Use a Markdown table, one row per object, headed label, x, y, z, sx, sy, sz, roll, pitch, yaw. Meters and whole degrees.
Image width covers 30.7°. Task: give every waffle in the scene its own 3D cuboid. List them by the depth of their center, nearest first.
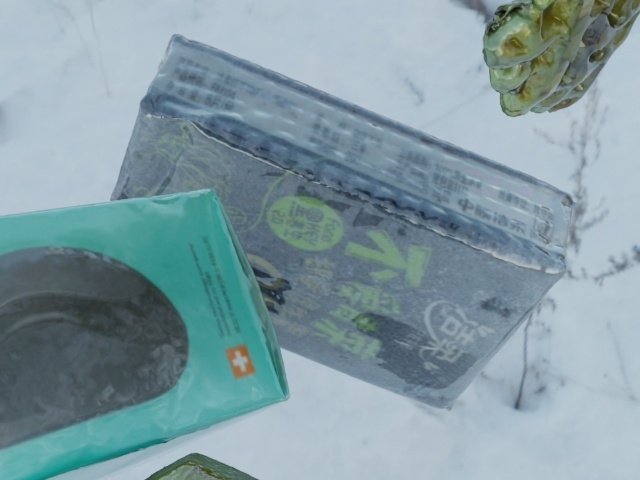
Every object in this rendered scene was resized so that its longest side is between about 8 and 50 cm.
| label | x | y | z | sx | sy | sz | roll | pitch | yaw |
| --- | --- | --- | --- | --- | --- | --- | --- | --- | --- |
| waffle | 0.189 | -0.173 | 0.762 | 0.054 | 0.204 | 0.223 | 38 | 102 | 16 |

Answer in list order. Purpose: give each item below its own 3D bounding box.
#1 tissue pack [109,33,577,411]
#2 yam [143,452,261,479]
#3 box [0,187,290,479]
| label | x | y | z | sx | sy | sz | roll | pitch | yaw |
| --- | --- | --- | --- | --- | --- | --- | --- | --- | --- |
| tissue pack | 0.000 | 0.000 | 1.102 | 0.394 | 0.288 | 0.124 | 22 | 53 | -5 |
| yam | -0.040 | 0.134 | 0.489 | 0.070 | 0.146 | 0.069 | 1 | 45 | -1 |
| box | -0.192 | 0.080 | 0.511 | 0.311 | 0.205 | 0.118 | -10 | 74 | -50 |
